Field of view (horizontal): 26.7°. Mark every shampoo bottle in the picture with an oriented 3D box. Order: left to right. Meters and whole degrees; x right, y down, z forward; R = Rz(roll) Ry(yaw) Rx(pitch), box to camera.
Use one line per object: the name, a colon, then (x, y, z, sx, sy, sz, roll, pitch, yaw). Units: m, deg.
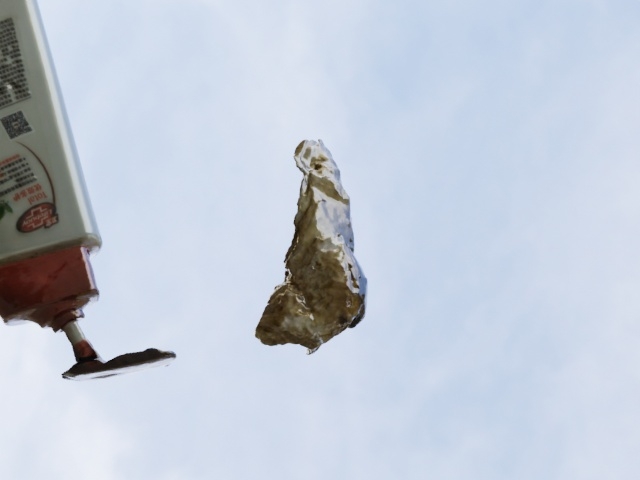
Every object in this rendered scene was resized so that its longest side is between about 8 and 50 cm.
shampoo bottle: (-0.203, -0.024, 0.908, 0.153, 0.071, 0.284, -26, -101, -17)

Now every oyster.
oyster: (0.000, 0.016, 1.357, 0.107, 0.161, 0.233, 3, -135, 8)
